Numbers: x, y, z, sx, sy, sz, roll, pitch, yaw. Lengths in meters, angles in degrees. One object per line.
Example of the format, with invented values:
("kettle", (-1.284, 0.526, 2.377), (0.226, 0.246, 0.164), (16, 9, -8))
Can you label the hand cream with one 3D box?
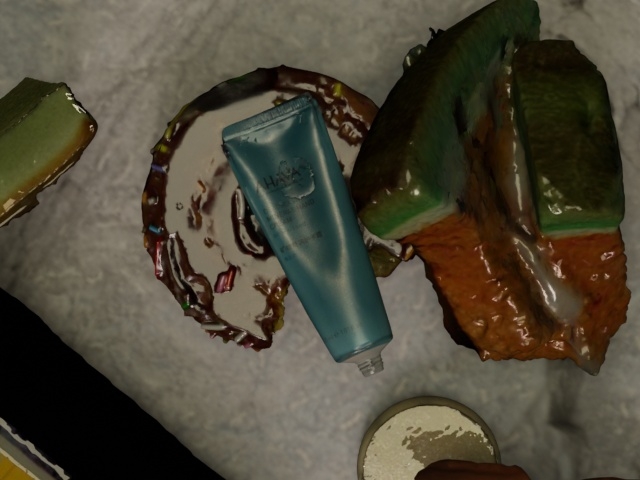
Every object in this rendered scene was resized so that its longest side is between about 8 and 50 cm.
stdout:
("hand cream", (0.000, 0.000, 1.102), (0.083, 0.048, 0.224), (-24, 86, 2))

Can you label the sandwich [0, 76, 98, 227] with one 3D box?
("sandwich", (-0.296, -0.034, 1.111), (0.245, 0.212, 0.063), (-38, 108, -11))

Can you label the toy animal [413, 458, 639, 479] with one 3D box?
("toy animal", (0.164, 0.330, 1.113), (0.216, 0.191, 0.338), (7, 106, 19))

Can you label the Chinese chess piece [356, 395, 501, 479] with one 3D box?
("Chinese chess piece", (0.091, 0.191, 1.189), (0.122, 0.051, 0.122), (0, 90, 2))

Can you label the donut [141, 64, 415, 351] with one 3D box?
("donut", (-0.036, -0.029, 1.168), (0.230, 0.096, 0.216), (-42, 88, -1))

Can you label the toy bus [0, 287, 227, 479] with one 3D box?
("toy bus", (-0.215, 0.210, 1.126), (0.386, 0.171, 0.162), (41, 108, -6))

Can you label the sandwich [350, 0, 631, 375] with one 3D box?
("sandwich", (0.169, -0.022, 1.114), (0.250, 0.162, 0.301), (-49, 120, -40))
